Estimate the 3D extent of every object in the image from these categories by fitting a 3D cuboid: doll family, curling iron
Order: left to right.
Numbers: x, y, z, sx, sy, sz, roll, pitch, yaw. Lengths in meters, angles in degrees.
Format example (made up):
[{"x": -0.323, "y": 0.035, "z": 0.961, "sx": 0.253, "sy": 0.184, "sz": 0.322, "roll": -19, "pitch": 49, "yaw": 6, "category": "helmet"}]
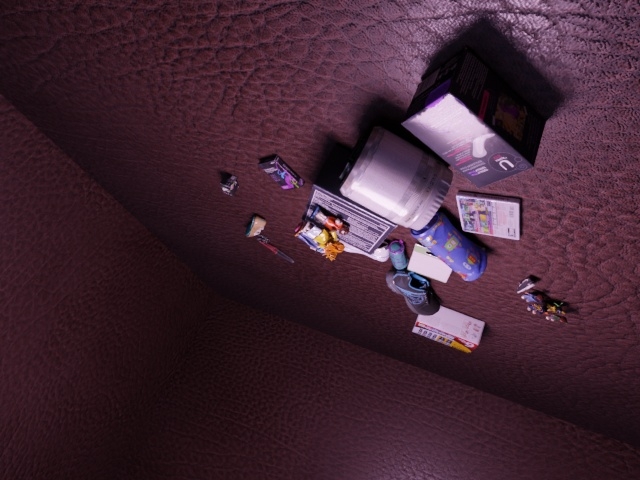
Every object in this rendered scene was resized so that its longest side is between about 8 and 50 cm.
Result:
[{"x": -0.248, "y": 0.053, "z": 2.473, "sx": 0.068, "sy": 0.035, "sz": 0.274, "roll": -3, "pitch": 143, "yaw": 50, "category": "curling iron"}, {"x": 0.000, "y": 0.000, "z": 1.531, "sx": 0.163, "sy": 0.118, "sz": 0.263, "roll": 32, "pitch": 157, "yaw": -11, "category": "doll family"}, {"x": 0.858, "y": 0.254, "z": 1.687, "sx": 0.193, "sy": 0.076, "sz": 0.111, "roll": 21, "pitch": 176, "yaw": 1, "category": "doll family"}]

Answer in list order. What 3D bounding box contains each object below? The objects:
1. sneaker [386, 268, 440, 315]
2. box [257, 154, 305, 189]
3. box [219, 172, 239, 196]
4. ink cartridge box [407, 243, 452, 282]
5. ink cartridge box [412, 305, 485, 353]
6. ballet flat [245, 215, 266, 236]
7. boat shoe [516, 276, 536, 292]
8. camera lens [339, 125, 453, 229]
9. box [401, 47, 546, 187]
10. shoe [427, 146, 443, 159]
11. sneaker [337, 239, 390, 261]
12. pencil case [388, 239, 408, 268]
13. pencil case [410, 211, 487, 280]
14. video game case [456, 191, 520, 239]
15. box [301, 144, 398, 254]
[{"x": 0.454, "y": 0.245, "z": 2.035, "sx": 0.341, "sy": 0.125, "sz": 0.140, "roll": 36, "pitch": 151, "yaw": -27, "category": "sneaker"}, {"x": -0.152, "y": -0.260, "z": 1.717, "sx": 0.116, "sy": 0.029, "sz": 0.162, "roll": -3, "pitch": 142, "yaw": 49, "category": "box"}, {"x": -0.402, "y": -0.247, "z": 1.963, "sx": 0.052, "sy": 0.062, "sz": 0.083, "roll": 21, "pitch": 156, "yaw": 9, "category": "box"}, {"x": 0.449, "y": 0.077, "z": 1.771, "sx": 0.171, "sy": 0.056, "sz": 0.235, "roll": 20, "pitch": 153, "yaw": 13, "category": "ink cartridge box"}, {"x": 0.644, "y": 0.453, "z": 2.271, "sx": 0.309, "sy": 0.130, "sz": 0.272, "roll": 20, "pitch": 157, "yaw": 14, "category": "ink cartridge box"}, {"x": -0.332, "y": -0.062, "z": 2.273, "sx": 0.073, "sy": 0.080, "sz": 0.232, "roll": 16, "pitch": 161, "yaw": -15, "category": "ballet flat"}, {"x": 0.762, "y": 0.166, "z": 1.652, "sx": 0.125, "sy": 0.046, "sz": 0.038, "roll": 72, "pitch": 176, "yaw": -72, "category": "boat shoe"}, {"x": 0.206, "y": -0.179, "z": 1.268, "sx": 0.274, "sy": 0.219, "sz": 0.219, "roll": 28, "pitch": 157, "yaw": -4, "category": "camera lens"}, {"x": 0.352, "y": -0.270, "z": 1.018, "sx": 0.270, "sy": 0.143, "sz": 0.165, "roll": 34, "pitch": 155, "yaw": -19, "category": "box"}, {"x": 0.361, "y": -0.241, "z": 1.198, "sx": 0.219, "sy": 0.058, "sz": 0.076, "roll": 34, "pitch": -173, "yaw": -9, "category": "shoe"}, {"x": 0.176, "y": 0.003, "z": 1.881, "sx": 0.258, "sy": 0.094, "sz": 0.091, "roll": 17, "pitch": 134, "yaw": 16, "category": "sneaker"}, {"x": 0.326, "y": 0.060, "z": 1.847, "sx": 0.064, "sy": 0.070, "sz": 0.151, "roll": 43, "pitch": 171, "yaw": 31, "category": "pencil case"}, {"x": 0.459, "y": 0.016, "z": 1.547, "sx": 0.306, "sy": 0.133, "sz": 0.119, "roll": 36, "pitch": -170, "yaw": -21, "category": "pencil case"}, {"x": 0.532, "y": -0.077, "z": 1.397, "sx": 0.183, "sy": 0.023, "sz": 0.201, "roll": 12, "pitch": 154, "yaw": 30, "category": "video game case"}, {"x": 0.118, "y": -0.128, "z": 1.515, "sx": 0.296, "sy": 0.182, "sz": 0.294, "roll": 27, "pitch": 159, "yaw": 0, "category": "box"}]
